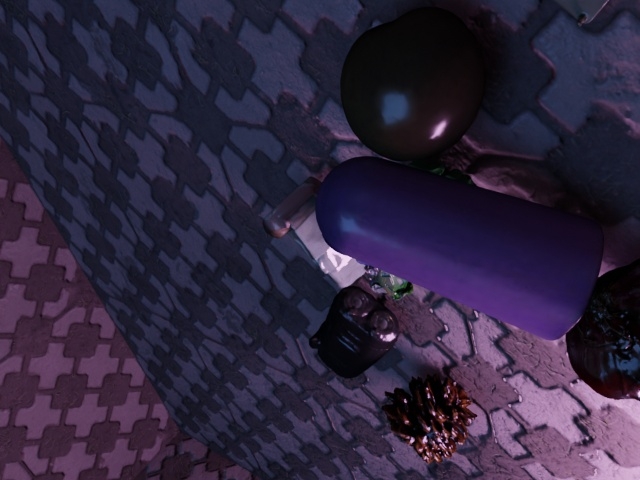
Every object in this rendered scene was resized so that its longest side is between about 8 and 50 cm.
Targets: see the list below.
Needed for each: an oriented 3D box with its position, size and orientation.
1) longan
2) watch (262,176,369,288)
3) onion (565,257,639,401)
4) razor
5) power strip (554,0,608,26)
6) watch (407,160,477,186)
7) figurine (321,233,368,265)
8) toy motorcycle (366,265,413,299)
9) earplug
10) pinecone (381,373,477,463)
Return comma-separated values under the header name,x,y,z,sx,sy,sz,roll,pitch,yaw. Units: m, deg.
name,x,y,z,sx,sy,sz,roll,pitch,yaw
longan,0.144,-0.251,1.143,0.248,0.248,0.248,30,145,24
watch,0.000,0.000,1.618,0.241,0.162,0.253,49,176,-2
onion,0.522,0.131,1.140,0.281,0.221,0.280,5,136,5
razor,0.086,0.241,1.860,0.189,0.107,0.327,40,149,8
power strip,0.343,-0.389,0.898,0.145,0.061,0.215,41,147,6
watch,0.192,-0.063,1.342,0.165,0.152,0.131,20,150,46
figurine,0.059,-0.047,1.452,0.121,0.262,0.164,-32,108,18
toy motorcycle,0.164,0.074,1.622,0.106,0.074,0.190,24,142,15
earplug,0.210,-0.004,1.194,0.456,0.215,0.215,19,146,-1
pinecone,0.273,0.425,1.770,0.221,0.221,0.221,30,145,24
